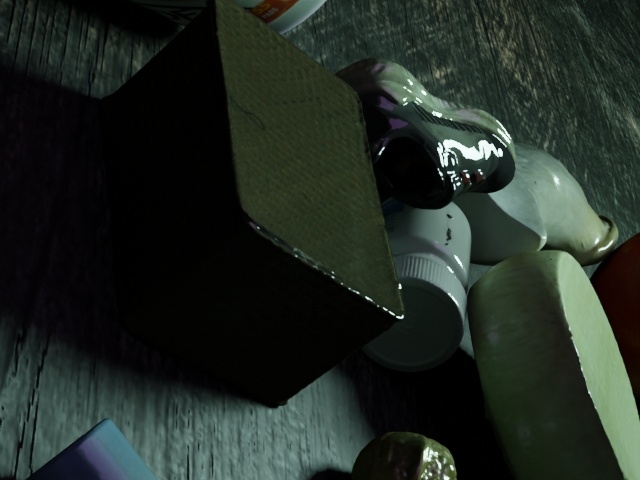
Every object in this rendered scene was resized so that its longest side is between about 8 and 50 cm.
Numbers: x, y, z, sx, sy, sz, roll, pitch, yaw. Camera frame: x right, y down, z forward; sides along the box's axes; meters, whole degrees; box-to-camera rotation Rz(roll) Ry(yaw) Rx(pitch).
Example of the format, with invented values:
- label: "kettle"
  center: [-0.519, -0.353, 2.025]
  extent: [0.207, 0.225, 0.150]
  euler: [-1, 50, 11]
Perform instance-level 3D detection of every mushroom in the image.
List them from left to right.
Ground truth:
- label: "mushroom"
  center: [0.213, -0.034, 1.705]
  extent: [0.177, 0.126, 0.397]
  euler: [42, 16, 18]

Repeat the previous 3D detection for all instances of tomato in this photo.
- label: "tomato"
  center: [0.377, 0.092, 1.816]
  extent: [0.233, 0.139, 0.200]
  euler: [77, 9, -49]

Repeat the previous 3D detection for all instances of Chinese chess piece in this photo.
- label: "Chinese chess piece"
  center: [0.221, 0.133, 1.461]
  extent: [0.250, 0.101, 0.250]
  euler: [-19, 90, -73]

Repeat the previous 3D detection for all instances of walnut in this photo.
- label: "walnut"
  center: [0.066, 0.190, 1.222]
  extent: [0.092, 0.092, 0.092]
  euler: [39, 28, -25]

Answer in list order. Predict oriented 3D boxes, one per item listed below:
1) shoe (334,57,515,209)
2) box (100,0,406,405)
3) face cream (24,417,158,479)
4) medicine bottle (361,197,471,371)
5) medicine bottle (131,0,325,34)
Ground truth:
- label: "shoe"
  center: [0.091, -0.075, 1.420]
  extent: [0.227, 0.099, 0.112]
  euler: [28, 46, -35]
- label: "box"
  center: [-0.059, -0.034, 1.236]
  extent: [0.184, 0.143, 0.273]
  euler: [33, 32, -36]
- label: "face cream"
  center: [-0.080, 0.225, 0.927]
  extent: [0.250, 0.077, 0.077]
  euler: [52, 25, 0]
- label: "medicine bottle"
  center: [0.085, 0.034, 1.434]
  extent: [0.105, 0.105, 0.168]
  euler: [44, 26, -17]
- label: "medicine bottle"
  center: [-0.115, -0.327, 1.397]
  extent: [0.241, 0.252, 0.253]
  euler: [20, 39, -49]
